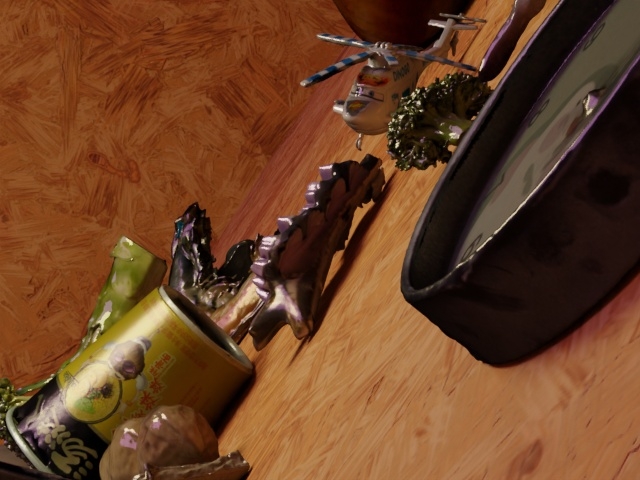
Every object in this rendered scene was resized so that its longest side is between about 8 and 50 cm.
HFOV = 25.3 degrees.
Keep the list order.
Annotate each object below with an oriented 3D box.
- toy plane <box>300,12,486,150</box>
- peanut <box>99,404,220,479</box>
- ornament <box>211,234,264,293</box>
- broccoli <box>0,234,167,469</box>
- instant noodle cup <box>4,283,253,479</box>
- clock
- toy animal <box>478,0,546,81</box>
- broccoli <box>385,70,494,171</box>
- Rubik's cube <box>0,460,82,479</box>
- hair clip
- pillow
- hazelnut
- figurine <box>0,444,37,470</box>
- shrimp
[{"bbox_3d":[0.085,-0.185,1.591,0.273,0.182,0.107,-68,-18,-66],"label":"toy plane"},{"bbox_3d":[-0.162,0.222,1.432,0.085,0.104,0.228,-38,3,-31],"label":"peanut"},{"bbox_3d":[-0.143,0.064,2.172,0.202,0.080,0.236,-59,6,6],"label":"ornament"},{"bbox_3d":[-0.318,0.178,2.029,0.252,0.221,0.361,-24,-49,-65],"label":"broccoli"},{"bbox_3d":[-0.204,0.185,1.625,0.236,0.215,0.215,-47,7,2],"label":"instant noodle cup"},{"bbox_3d":[0.159,-0.078,0.811,0.319,0.066,0.319,-54,7,9],"label":"clock"},{"bbox_3d":[0.226,-0.266,1.115,0.195,0.090,0.324,-59,9,-26],"label":"toy animal"},{"bbox_3d":[0.113,-0.107,1.305,0.092,0.097,0.095,35,119,43],"label":"broccoli"},{"bbox_3d":[-0.442,0.355,1.310,0.359,0.362,0.363,-28,43,64],"label":"Rubik's cube"},{"bbox_3d":[0.000,0.000,1.510,0.292,0.084,0.106,-59,-36,-42],"label":"hair clip"},{"bbox_3d":[-0.155,0.252,1.315,0.119,0.053,0.208,-13,-23,-36],"label":"pillow"},{"bbox_3d":[0.104,-0.366,1.973,0.217,0.217,0.251,-51,7,33],"label":"hazelnut"},{"bbox_3d":[-0.492,0.451,2.247,0.380,0.203,0.248,-49,13,53],"label":"figurine"},{"bbox_3d":[-0.137,0.031,1.999,0.222,0.054,0.290,-38,42,26],"label":"shrimp"}]
